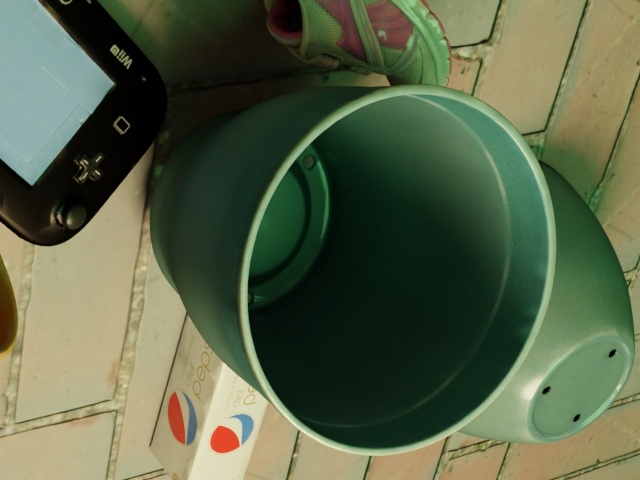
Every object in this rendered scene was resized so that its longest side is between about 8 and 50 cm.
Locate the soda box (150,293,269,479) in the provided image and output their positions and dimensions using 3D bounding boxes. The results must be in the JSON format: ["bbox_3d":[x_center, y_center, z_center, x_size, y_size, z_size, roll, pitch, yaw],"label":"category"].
[{"bbox_3d":[-0.092,0.131,1.376,0.069,0.074,0.216,-7,128,-36],"label":"soda box"}]

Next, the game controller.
[{"bbox_3d":[-0.228,-0.126,1.042,0.166,0.067,0.319,-46,141,-4],"label":"game controller"}]

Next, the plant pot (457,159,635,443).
[{"bbox_3d":[0.200,0.089,1.487,0.290,0.195,0.290,-22,135,-24],"label":"plant pot"}]

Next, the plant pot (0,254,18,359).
[{"bbox_3d":[-0.343,0.035,1.012,0.188,0.205,0.205,-30,141,9],"label":"plant pot"}]

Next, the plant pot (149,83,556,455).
[{"bbox_3d":[0.000,0.000,1.166,0.271,0.255,0.272,-7,105,-29],"label":"plant pot"}]

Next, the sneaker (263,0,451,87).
[{"bbox_3d":[0.014,-0.184,1.182,0.111,0.103,0.252,-40,134,2],"label":"sneaker"}]
